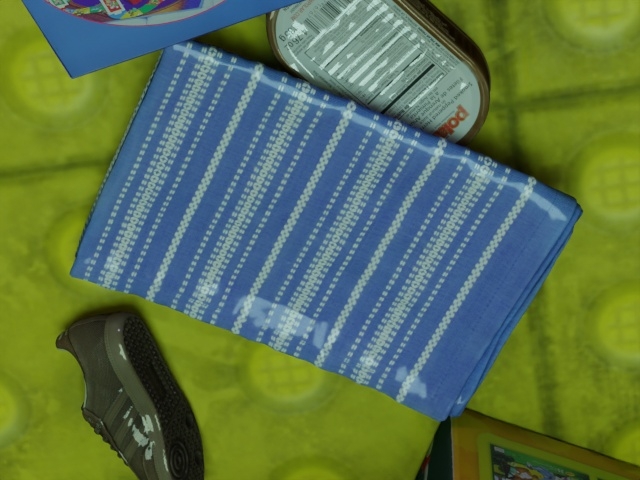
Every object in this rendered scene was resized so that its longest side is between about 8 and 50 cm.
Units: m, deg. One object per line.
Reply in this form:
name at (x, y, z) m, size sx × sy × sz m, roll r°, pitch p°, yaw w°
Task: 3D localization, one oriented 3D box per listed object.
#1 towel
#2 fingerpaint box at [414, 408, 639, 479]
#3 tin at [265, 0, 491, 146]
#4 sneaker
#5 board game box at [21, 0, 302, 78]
towel at (0.000, 0.000, 1.496) m, size 0.336 × 0.040 × 0.243 m, roll 22°, pitch 127°, yaw -9°
fingerpaint box at (0.278, 0.354, 1.515) m, size 0.445 × 0.371 × 0.163 m, roll 18°, pitch 118°, yaw -9°
tin at (0.042, -0.133, 1.444) m, size 0.189 × 0.040 × 0.106 m, roll 39°, pitch 118°, yaw -18°
sneaker at (-0.151, 0.140, 1.597) m, size 0.071 × 0.066 × 0.188 m, roll -7°, pitch 114°, yaw 25°
board game box at (-0.058, -0.259, 1.308) m, size 0.347 × 0.078 × 0.233 m, roll -17°, pitch 139°, yaw 11°
